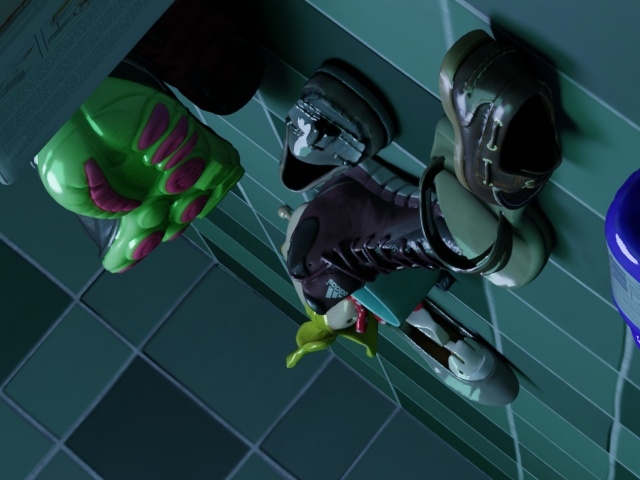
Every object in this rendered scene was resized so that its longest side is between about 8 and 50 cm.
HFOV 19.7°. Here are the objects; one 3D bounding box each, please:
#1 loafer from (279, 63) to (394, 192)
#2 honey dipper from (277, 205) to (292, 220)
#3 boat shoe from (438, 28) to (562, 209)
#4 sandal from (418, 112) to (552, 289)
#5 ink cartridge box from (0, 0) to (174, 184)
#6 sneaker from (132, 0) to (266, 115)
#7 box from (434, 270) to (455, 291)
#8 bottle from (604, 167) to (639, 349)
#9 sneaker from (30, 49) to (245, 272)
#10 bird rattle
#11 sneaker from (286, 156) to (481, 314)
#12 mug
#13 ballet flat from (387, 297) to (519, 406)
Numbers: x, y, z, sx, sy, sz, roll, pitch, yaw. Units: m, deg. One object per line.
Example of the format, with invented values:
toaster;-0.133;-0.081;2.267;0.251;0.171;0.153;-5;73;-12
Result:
loafer;0.007;-0.093;1.746;0.096;0.084;0.267;40;172;2
honey dipper;0.000;0.000;2.523;0.161;0.030;0.030;41;173;28
boat shoe;0.136;-0.070;1.313;0.073;0.073;0.207;38;172;26
sandal;0.124;-0.024;1.567;0.120;0.086;0.303;37;171;19
ink cartridge box;-0.124;-0.183;1.084;0.066;0.296;0.261;40;172;5
sneaker;-0.166;-0.226;1.761;0.135;0.097;0.276;30;169;40
box;0.114;0.027;2.153;0.067;0.018;0.083;43;172;-21
bottle;0.256;0.034;1.255;0.118;0.092;0.283;38;172;21
sneaker;-0.201;-0.107;1.789;0.202;0.185;0.483;53;173;11
bird rattle;0.012;0.047;2.289;0.207;0.143;0.253;62;160;20
sneaker;0.067;0.023;1.823;0.106;0.162;0.281;46;171;-36
mug;0.066;0.012;2.011;0.129;0.097;0.158;38;171;18
ballet flat;0.162;0.135;2.354;0.213;0.072;0.068;38;168;19
